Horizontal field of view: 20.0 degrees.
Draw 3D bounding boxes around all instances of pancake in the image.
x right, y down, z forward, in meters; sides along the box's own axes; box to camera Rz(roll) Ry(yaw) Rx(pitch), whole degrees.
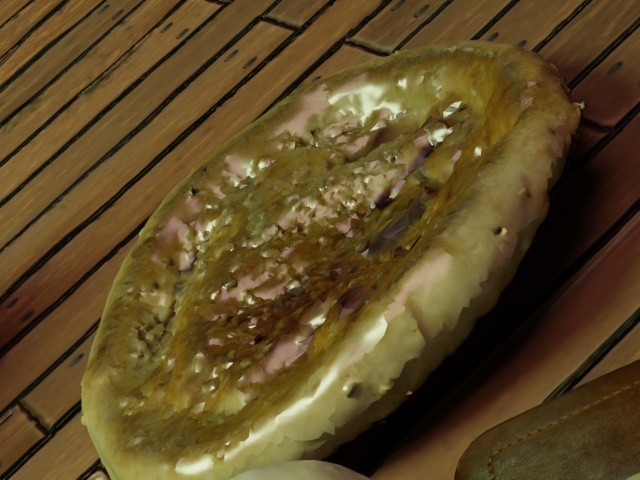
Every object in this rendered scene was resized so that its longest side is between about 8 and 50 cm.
[{"bbox_3d":[0.001,0.001,1.029,0.356,0.065,0.356,-29,27,16],"label":"pancake"}]

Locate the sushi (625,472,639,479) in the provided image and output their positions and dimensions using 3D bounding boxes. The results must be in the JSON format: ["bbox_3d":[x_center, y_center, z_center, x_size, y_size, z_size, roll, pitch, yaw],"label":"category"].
[{"bbox_3d":[0.158,0.193,0.308,0.396,0.351,0.240,-40,30,-3],"label":"sushi"}]

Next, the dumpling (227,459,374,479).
[{"bbox_3d":[-0.019,0.156,0.768,0.136,0.118,0.199,4,12,-15],"label":"dumpling"}]

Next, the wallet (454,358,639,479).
[{"bbox_3d":[0.127,0.146,0.728,0.137,0.031,0.255,-29,31,12],"label":"wallet"}]
